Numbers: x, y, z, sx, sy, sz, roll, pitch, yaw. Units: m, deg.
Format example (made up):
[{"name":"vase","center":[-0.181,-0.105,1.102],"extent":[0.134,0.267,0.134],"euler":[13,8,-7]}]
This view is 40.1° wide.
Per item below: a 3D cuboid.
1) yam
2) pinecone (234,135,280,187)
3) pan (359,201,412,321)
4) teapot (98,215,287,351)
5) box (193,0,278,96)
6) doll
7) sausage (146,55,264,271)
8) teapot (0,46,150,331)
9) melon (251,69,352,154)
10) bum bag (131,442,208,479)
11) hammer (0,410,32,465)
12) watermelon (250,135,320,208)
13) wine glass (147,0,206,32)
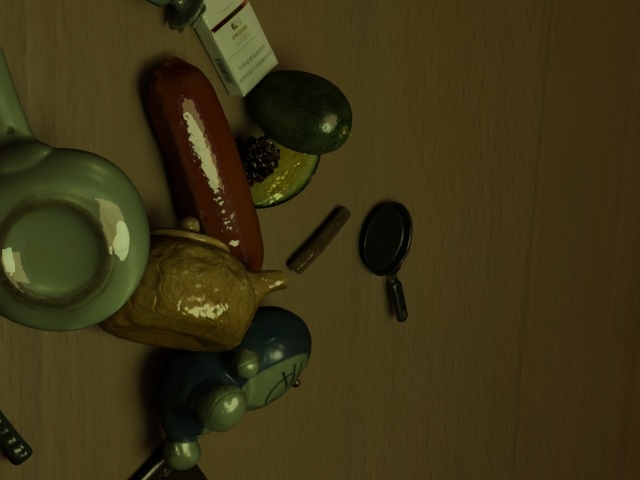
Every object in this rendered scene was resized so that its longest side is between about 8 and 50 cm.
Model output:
[{"name":"yam","center":[0.000,0.000,1.439],"extent":[0.145,0.032,0.032],"euler":[-49,132,-27]},{"name":"pinecone","center":[-0.097,-0.116,1.263],"extent":[0.077,0.083,0.077],"euler":[22,64,-59]},{"name":"pan","center":[0.125,0.042,1.589],"extent":[0.136,0.028,0.235],"euler":[-29,118,-38]},{"name":"teapot","center":[-0.194,0.046,1.135],"extent":[0.311,0.203,0.167],"euler":[11,73,-15]},{"name":"box","center":[-0.123,-0.286,1.216],"extent":[0.084,0.040,0.154],"euler":[-48,131,-25]},{"name":"doll","center":[-0.119,0.198,1.272],"extent":[0.258,0.154,0.228],"euler":[-19,155,-42]},{"name":"sausage","center":[-0.151,-0.079,1.205],"extent":[0.097,0.094,0.348],"euler":[-38,127,-41]},{"name":"teapot","center":[-0.298,-0.060,0.968],"extent":[0.220,0.149,0.318],"euler":[2,104,-14]},{"name":"melon","center":[-0.023,-0.184,1.260],"extent":[0.114,0.167,0.114],"euler":[-42,147,-36]},{"name":"bum bag","center":[-0.218,0.377,1.316],"extent":[0.109,0.026,0.159],"euler":[-48,132,-28]},{"name":"hammer","center":[-0.404,0.172,1.012],"extent":[0.033,0.111,0.288],"euler":[-42,137,-27]},{"name":"watermelon","center":[-0.052,-0.117,1.347],"extent":[0.075,0.092,0.181],"euler":[124,-13,-79]},{"name":"wine glass","center":[-0.215,-0.323,1.081],"extent":[0.155,0.072,0.072],"euler":[28,80,-49]}]
